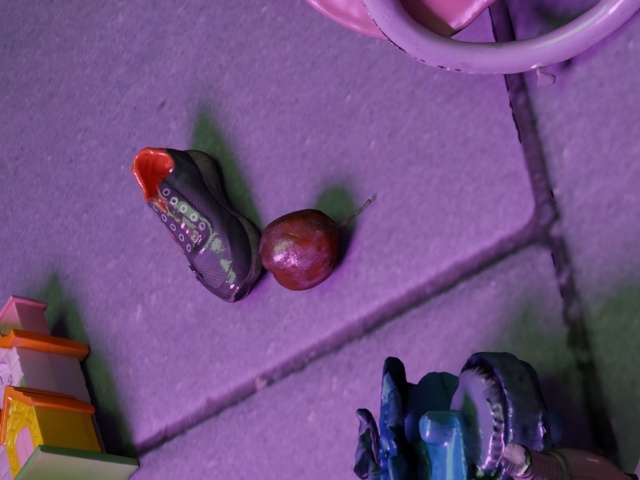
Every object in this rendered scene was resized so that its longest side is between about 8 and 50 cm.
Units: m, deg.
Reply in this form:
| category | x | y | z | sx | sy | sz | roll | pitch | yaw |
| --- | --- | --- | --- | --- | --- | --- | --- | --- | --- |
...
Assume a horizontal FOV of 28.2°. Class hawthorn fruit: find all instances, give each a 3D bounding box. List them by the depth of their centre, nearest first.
| category | x | y | z | sx | sy | sz | roll | pitch | yaw |
| --- | --- | --- | --- | --- | --- | --- | --- | --- | --- |
| hawthorn fruit | 0.000 | 0.000 | 1.042 | 0.103 | 0.067 | 0.066 | -24 | 55 | 12 |

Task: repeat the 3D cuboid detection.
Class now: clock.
| category | x | y | z | sx | sy | sz | roll | pitch | yaw |
| --- | --- | --- | --- | --- | --- | --- | --- | --- | --- |
| clock | -0.315 | 0.196 | 1.298 | 0.220 | 0.106 | 0.255 | -52 | 43 | 24 |

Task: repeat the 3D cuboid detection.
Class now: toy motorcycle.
| category | x | y | z | sx | sy | sz | roll | pitch | yaw |
| --- | --- | --- | --- | --- | --- | --- | --- | --- | --- |
| toy motorcycle | 0.091 | 0.201 | 0.799 | 0.206 | 0.154 | 0.260 | 142 | 130 | -66 |

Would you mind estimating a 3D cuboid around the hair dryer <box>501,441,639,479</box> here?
| category | x | y | z | sx | sy | sz | roll | pitch | yaw |
| --- | --- | --- | --- | --- | --- | --- | --- | --- | --- |
| hair dryer | 0.182 | 0.105 | 0.689 | 0.088 | 0.225 | 0.219 | -6 | 42 | 40 |

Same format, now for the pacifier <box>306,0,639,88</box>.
| category | x | y | z | sx | sy | sz | roll | pitch | yaw |
| --- | --- | --- | --- | --- | --- | --- | --- | --- | --- |
| pacifier | 0.108 | -0.273 | 0.875 | 0.332 | 0.220 | 0.273 | -19 | 60 | 22 |

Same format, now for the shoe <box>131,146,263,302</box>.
| category | x | y | z | sx | sy | sz | roll | pitch | yaw |
| --- | --- | --- | --- | --- | --- | --- | --- | --- | --- |
| shoe | -0.118 | -0.018 | 1.162 | 0.074 | 0.077 | 0.194 | -52 | 43 | 23 |
